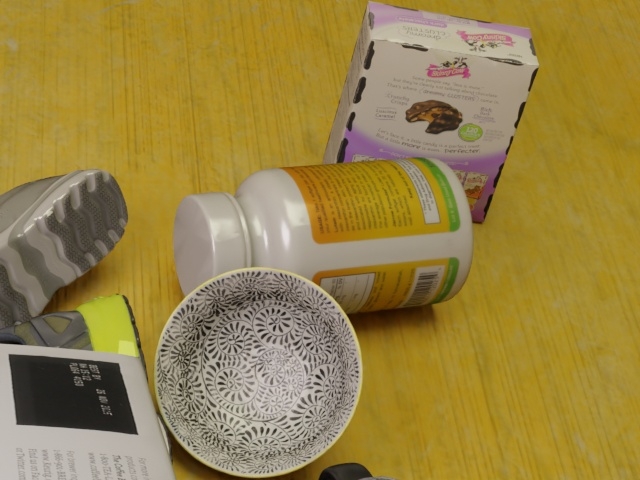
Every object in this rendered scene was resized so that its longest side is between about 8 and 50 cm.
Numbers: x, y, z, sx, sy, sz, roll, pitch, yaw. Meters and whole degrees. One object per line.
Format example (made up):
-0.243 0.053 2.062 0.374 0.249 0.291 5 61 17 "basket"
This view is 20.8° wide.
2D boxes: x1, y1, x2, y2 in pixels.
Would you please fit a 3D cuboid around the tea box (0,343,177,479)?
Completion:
-0.203 0.257 0.942 0.220 0.323 0.329 5 15 -13 "tea box"

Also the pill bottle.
0.000 0.000 1.553 0.246 0.136 0.136 -5 43 -25 "pill bottle"

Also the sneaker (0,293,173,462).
-0.183 0.162 1.335 0.121 0.111 0.300 -9 38 -13 "sneaker"

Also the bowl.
-0.046 0.111 1.425 0.170 0.080 0.170 -1 80 6 "bowl"

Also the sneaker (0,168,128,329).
-0.289 0.033 1.472 0.115 0.105 0.281 2 28 42 "sneaker"

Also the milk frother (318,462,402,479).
0.000 0.243 1.256 0.143 0.134 0.129 -21 50 -38 "milk frother"

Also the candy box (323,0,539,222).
0.104 -0.122 1.692 0.165 0.196 0.070 9 39 -10 "candy box"
